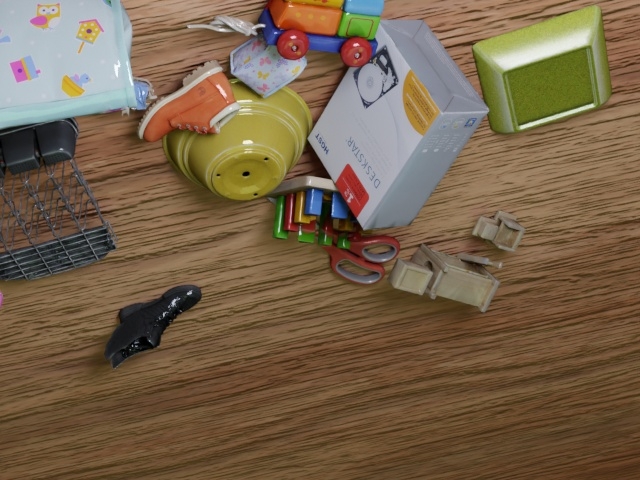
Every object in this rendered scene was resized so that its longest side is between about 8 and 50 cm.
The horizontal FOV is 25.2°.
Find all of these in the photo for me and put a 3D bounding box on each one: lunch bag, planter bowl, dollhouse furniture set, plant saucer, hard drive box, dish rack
[{"bbox_3d":[-0.335,-0.229,1.710,0.223,0.262,0.160,-9,139,-7],"label":"lunch bag"},{"bbox_3d":[-0.111,-0.121,2.027,0.217,0.090,0.217,-7,139,-7],"label":"planter bowl"},{"bbox_3d":[0.203,0.005,2.284,0.182,0.101,0.161,16,107,-30],"label":"dollhouse furniture set"},{"bbox_3d":[-0.069,-0.242,1.929,0.083,0.053,0.071,-29,136,32],"label":"lunch bag"},{"bbox_3d":[0.327,-0.231,2.055,0.188,0.045,0.188,-17,140,4],"label":"plant saucer"},{"bbox_3d":[0.102,-0.157,1.962,0.089,0.181,0.232,-7,142,-37],"label":"hard drive box"},{"bbox_3d":[-0.412,-0.049,2.045,0.208,0.074,0.271,-14,141,3],"label":"dish rack"}]

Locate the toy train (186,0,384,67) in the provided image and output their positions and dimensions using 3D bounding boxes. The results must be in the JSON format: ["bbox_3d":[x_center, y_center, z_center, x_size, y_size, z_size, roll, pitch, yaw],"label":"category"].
[{"bbox_3d":[-0.035,-0.315,1.825,0.248,0.105,0.143,4,126,-20],"label":"toy train"}]

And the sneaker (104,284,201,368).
[{"bbox_3d":[-0.264,0.136,2.280,0.170,0.089,0.051,-19,139,7],"label":"sneaker"}]

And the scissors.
[{"bbox_3d":[0.000,0.000,2.249,0.297,0.021,0.109,20,129,-34],"label":"scissors"}]

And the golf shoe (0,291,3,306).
[{"bbox_3d":[-0.572,0.027,2.022,0.140,0.115,0.306,13,163,39],"label":"golf shoe"}]

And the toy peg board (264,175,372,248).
[{"bbox_3d":[0.015,-0.037,2.103,0.161,0.079,0.160,8,173,-26],"label":"toy peg board"}]

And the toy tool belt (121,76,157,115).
[{"bbox_3d":[-0.264,-0.194,1.926,0.083,0.051,0.052,-4,102,-14],"label":"toy tool belt"}]

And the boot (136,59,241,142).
[{"bbox_3d":[-0.180,-0.167,1.949,0.158,0.084,0.059,-35,176,25],"label":"boot"}]
